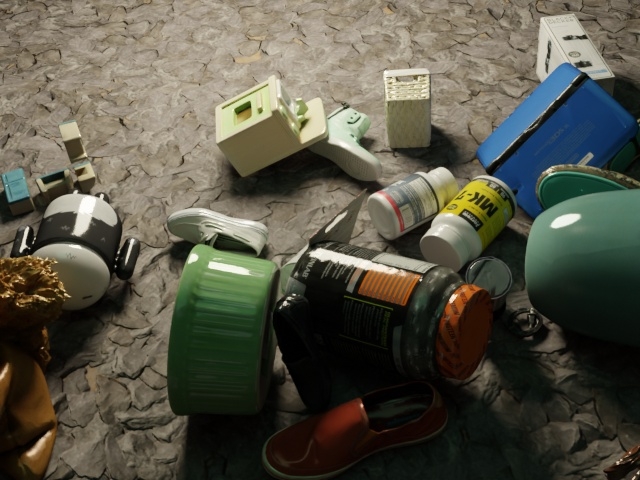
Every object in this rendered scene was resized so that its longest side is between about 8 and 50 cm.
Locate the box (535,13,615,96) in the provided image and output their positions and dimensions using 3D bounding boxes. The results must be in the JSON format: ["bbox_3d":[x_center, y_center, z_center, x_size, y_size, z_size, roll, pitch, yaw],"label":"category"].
[{"bbox_3d":[0.605,-0.399,2.161,0.087,0.169,0.290,-9,42,-2],"label":"box"}]

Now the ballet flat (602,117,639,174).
[{"bbox_3d":[0.689,-0.220,2.032,0.248,0.086,0.086,-35,50,-25],"label":"ballet flat"}]

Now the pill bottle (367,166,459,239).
[{"bbox_3d":[0.201,-0.084,1.928,0.180,0.108,0.108,-27,47,-20],"label":"pill bottle"}]

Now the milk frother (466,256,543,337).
[{"bbox_3d":[0.343,0.111,1.680,0.143,0.135,0.129,-7,66,3],"label":"milk frother"}]

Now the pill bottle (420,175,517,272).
[{"bbox_3d":[0.303,-0.031,1.851,0.119,0.119,0.208,25,53,30],"label":"pill bottle"}]

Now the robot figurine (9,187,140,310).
[{"bbox_3d":[-0.508,0.018,1.875,0.209,0.173,0.278,-22,40,19],"label":"robot figurine"}]

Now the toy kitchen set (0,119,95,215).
[{"bbox_3d":[-0.651,-0.185,2.106,0.207,0.166,0.122,-20,45,-13],"label":"toy kitchen set"}]

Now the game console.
[{"bbox_3d":[0.509,-0.220,1.973,0.293,0.173,0.250,-46,75,16],"label":"game console"}]

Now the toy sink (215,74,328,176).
[{"bbox_3d":[-0.118,-0.282,2.108,0.234,0.131,0.153,-23,42,15],"label":"toy sink"}]

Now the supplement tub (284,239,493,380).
[{"bbox_3d":[0.121,0.127,1.616,0.338,0.207,0.207,14,47,32],"label":"supplement tub"}]

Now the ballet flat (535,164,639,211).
[{"bbox_3d":[0.673,-0.032,1.801,0.483,0.164,0.182,25,30,23],"label":"ballet flat"}]

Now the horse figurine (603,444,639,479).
[{"bbox_3d":[0.584,0.391,1.407,0.263,0.066,0.174,30,60,30],"label":"horse figurine"}]

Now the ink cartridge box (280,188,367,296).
[{"bbox_3d":[0.000,0.000,1.782,0.056,0.224,0.181,36,56,17],"label":"ink cartridge box"}]

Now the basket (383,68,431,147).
[{"bbox_3d":[0.205,-0.307,2.123,0.113,0.167,0.103,-2,48,6],"label":"basket"}]

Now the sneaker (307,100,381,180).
[{"bbox_3d":[0.085,-0.240,2.112,0.151,0.094,0.256,-38,48,-20],"label":"sneaker"}]

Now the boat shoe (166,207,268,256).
[{"bbox_3d":[-0.227,-0.013,1.928,0.226,0.083,0.076,5,43,11],"label":"boat shoe"}]

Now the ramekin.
[{"bbox_3d":[-0.160,0.164,1.586,0.148,0.303,0.303,6,44,4],"label":"ramekin"}]

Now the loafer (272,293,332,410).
[{"bbox_3d":[-0.038,0.204,1.579,0.076,0.223,0.078,-4,19,32],"label":"loafer"}]

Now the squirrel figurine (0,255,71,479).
[{"bbox_3d":[-0.609,0.186,1.561,0.281,0.370,0.397,4,44,12],"label":"squirrel figurine"}]

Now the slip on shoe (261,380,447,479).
[{"bbox_3d":[0.057,0.316,1.531,0.331,0.101,0.123,-15,46,-7],"label":"slip on shoe"}]

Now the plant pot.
[{"bbox_3d":[0.510,0.044,1.635,0.235,0.293,0.293,4,43,31],"label":"plant pot"}]
